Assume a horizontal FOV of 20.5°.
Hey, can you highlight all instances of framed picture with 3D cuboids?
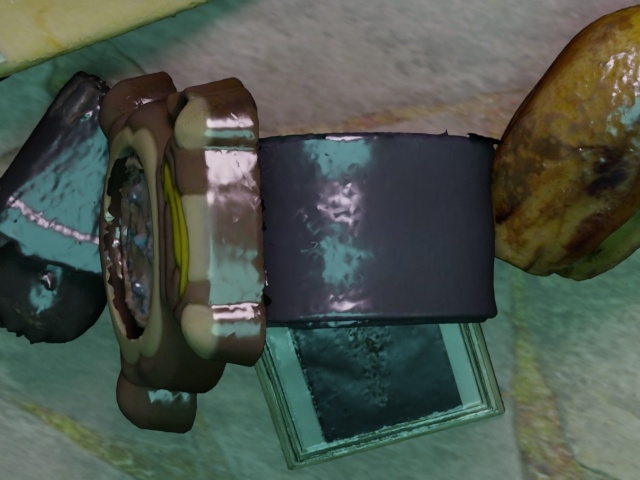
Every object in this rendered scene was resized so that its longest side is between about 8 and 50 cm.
[{"bbox_3d":[0.035,0.072,1.728,0.231,0.018,0.293,-16,107,6],"label":"framed picture"}]

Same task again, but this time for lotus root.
[{"bbox_3d":[0.260,-0.085,1.581,0.193,0.193,0.291,27,119,-8],"label":"lotus root"}]

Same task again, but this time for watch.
[{"bbox_3d":[0.000,0.000,1.486,0.327,0.335,0.314,-2,86,-20],"label":"watch"}]

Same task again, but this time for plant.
[{"bbox_3d":[-0.229,-0.023,1.635,0.164,0.142,0.256,19,104,-7],"label":"plant"}]

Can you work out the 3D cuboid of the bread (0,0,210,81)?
[{"bbox_3d":[-0.282,-0.321,1.596,0.405,0.242,0.345,-30,105,-25],"label":"bread"}]
